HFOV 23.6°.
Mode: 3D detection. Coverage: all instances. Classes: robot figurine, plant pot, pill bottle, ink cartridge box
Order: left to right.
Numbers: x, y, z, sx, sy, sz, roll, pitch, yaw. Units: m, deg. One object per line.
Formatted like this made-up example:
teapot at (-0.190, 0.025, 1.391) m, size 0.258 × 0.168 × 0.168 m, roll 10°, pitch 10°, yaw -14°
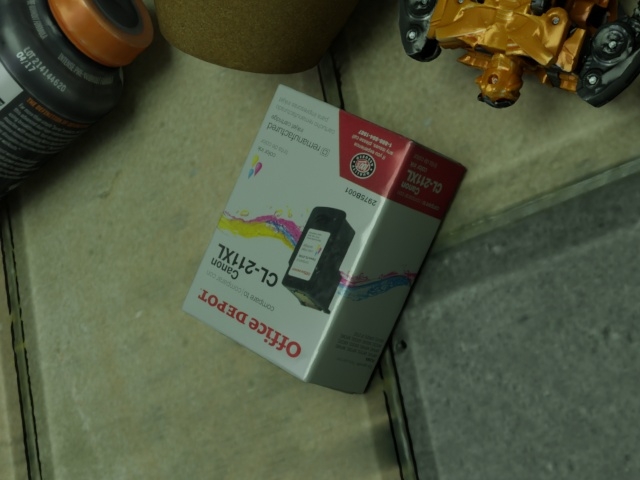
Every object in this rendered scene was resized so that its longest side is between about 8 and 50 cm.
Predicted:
pill bottle at (-0.246, -0.120, 1.212) m, size 0.245 × 0.130 × 0.130 m, roll -34°, pitch 62°, yaw 24°
plant pot at (-0.030, -0.253, 1.045) m, size 0.237 × 0.237 × 0.254 m, roll 33°, pitch 123°, yaw 36°
ink cartridge box at (0.000, 0.000, 1.045) m, size 0.127 × 0.072 × 0.175 m, roll 26°, pitch 94°, yaw 36°
robot figurine at (0.166, -0.218, 0.972) m, size 0.211 × 0.085 × 0.291 m, roll 21°, pitch 91°, yaw 37°
